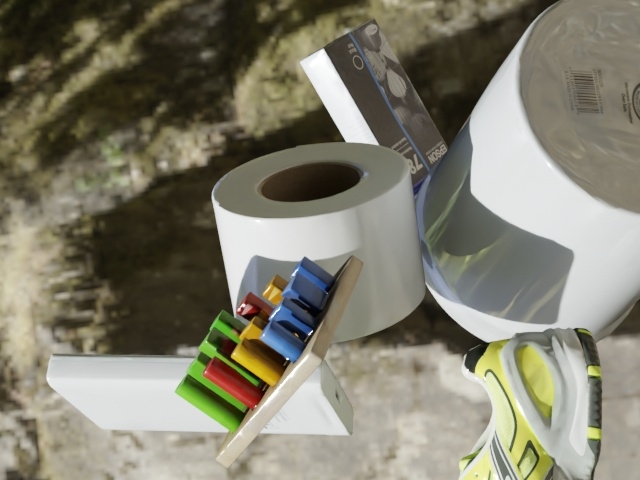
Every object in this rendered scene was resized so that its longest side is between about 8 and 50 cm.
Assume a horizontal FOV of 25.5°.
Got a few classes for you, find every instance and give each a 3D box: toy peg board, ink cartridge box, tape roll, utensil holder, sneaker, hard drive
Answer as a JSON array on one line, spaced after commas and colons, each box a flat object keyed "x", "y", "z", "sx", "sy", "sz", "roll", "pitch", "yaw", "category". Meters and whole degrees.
[{"x": -0.052, "y": 0.089, "z": 1.265, "sx": 0.079, "sy": 0.161, "sz": 0.161, "roll": 35, "pitch": -147, "yaw": -7, "category": "toy peg board"}, {"x": 0.109, "y": -0.182, "z": 2.285, "sx": 0.165, "sy": 0.065, "sz": 0.333, "roll": -40, "pitch": -78, "yaw": -48, "category": "ink cartridge box"}, {"x": 0.000, "y": 0.000, "z": 1.738, "sx": 0.246, "sy": 0.246, "sz": 0.169, "roll": -73, "pitch": -24, "yaw": -65, "category": "tape roll"}, {"x": 0.320, "y": -0.076, "z": 1.738, "sx": 0.385, "sy": 0.327, "sz": 0.328, "roll": 118, "pitch": 152, "yaw": -62, "category": "utensil holder"}, {"x": 0.217, "y": 0.283, "z": 1.485, "sx": 0.145, "sy": 0.147, "sz": 0.385, "roll": 27, "pitch": -116, "yaw": -82, "category": "sneaker"}, {"x": -0.130, "y": 0.177, "z": 1.613, "sx": 0.203, "sy": 0.307, "sz": 0.040, "roll": 65, "pitch": -152, "yaw": -64, "category": "hard drive"}]
